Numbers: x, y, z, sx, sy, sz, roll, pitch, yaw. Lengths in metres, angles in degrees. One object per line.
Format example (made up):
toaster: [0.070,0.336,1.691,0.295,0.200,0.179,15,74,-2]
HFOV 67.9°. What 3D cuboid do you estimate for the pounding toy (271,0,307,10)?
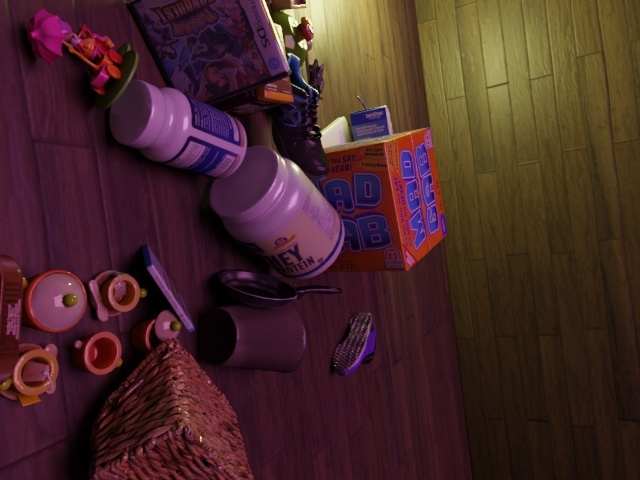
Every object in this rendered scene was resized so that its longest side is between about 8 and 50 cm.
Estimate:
pounding toy: [-0.122,-0.799,1.499,0.141,0.100,0.130,-44,136,-52]

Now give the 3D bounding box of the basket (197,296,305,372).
basket: [-0.165,0.226,1.138,0.226,0.154,0.205,11,55,-55]

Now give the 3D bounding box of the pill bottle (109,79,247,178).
pill bottle: [-0.291,-0.228,1.000,0.264,0.153,0.153,12,74,-60]

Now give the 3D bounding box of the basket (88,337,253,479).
basket: [-0.285,0.381,0.891,0.223,0.213,0.299,56,-8,52]

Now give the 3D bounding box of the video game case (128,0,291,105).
video game case: [-0.233,-0.432,1.022,0.035,0.274,0.249,-76,148,-58]

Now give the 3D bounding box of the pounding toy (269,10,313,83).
pounding toy: [-0.058,-0.641,1.510,0.236,0.110,0.183,22,53,-61]

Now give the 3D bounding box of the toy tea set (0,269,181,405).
toy tea set: [-0.367,0.143,0.814,0.336,0.124,0.200,-4,88,-61]

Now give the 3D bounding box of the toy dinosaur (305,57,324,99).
toy dinosaur: [-0.111,-0.439,1.421,0.218,0.164,0.322,-42,140,-39]

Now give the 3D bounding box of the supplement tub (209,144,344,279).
supplement tub: [-0.104,-0.064,1.215,0.325,0.235,0.236,45,47,-48]

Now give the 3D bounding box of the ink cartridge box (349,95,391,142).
ink cartridge box: [0.221,-0.372,1.888,0.270,0.151,0.396,-35,117,-77]

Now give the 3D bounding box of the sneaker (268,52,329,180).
sneaker: [-0.059,-0.319,1.240,0.125,0.139,0.341,-25,87,-54]

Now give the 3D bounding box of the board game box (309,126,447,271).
board game box: [0.147,-0.127,1.487,0.356,0.355,0.357,-30,111,-52]

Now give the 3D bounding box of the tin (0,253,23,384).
tin: [-0.467,0.111,0.667,0.040,0.106,0.190,19,69,-67]

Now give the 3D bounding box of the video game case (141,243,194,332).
video game case: [-0.308,0.095,0.961,0.015,0.119,0.167,-30,118,-12]

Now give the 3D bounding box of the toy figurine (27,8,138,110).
toy figurine: [-0.428,-0.344,0.843,0.159,0.130,0.173,33,34,-43]

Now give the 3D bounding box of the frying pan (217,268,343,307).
frying pan: [-0.114,0.118,1.203,0.326,0.197,0.053,5,105,-52]

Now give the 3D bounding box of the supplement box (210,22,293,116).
supplement box: [-0.193,-0.417,1.169,0.129,0.194,0.192,-19,101,-60]

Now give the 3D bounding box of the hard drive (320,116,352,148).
hard drive: [0.051,-0.312,1.742,0.307,0.040,0.203,-51,128,-52]

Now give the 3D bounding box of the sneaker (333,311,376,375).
sneaker: [0.142,0.398,1.696,0.293,0.102,0.146,-53,130,-51]
